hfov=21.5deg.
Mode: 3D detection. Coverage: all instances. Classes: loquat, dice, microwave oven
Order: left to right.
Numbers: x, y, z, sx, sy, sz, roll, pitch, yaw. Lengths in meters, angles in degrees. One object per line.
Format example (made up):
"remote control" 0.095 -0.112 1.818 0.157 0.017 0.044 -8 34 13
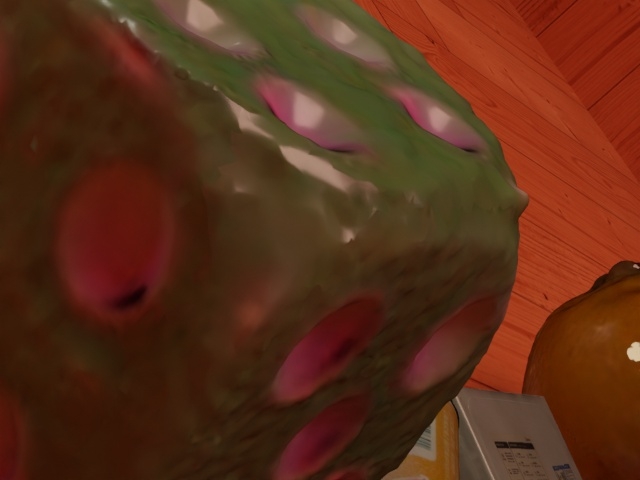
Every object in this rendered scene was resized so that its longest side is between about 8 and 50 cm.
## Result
"dice" -0.097 0.005 0.988 0.322 0.330 0.318 43 20 25
"microwave oven" 0.133 0.216 1.449 0.208 0.122 0.162 15 46 -59
"loquat" 0.369 0.178 1.780 0.328 0.328 0.328 42 19 -18

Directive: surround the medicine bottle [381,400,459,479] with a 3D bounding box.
"medicine bottle" 0.054 0.256 1.137 0.108 0.108 0.426 41 27 -20
